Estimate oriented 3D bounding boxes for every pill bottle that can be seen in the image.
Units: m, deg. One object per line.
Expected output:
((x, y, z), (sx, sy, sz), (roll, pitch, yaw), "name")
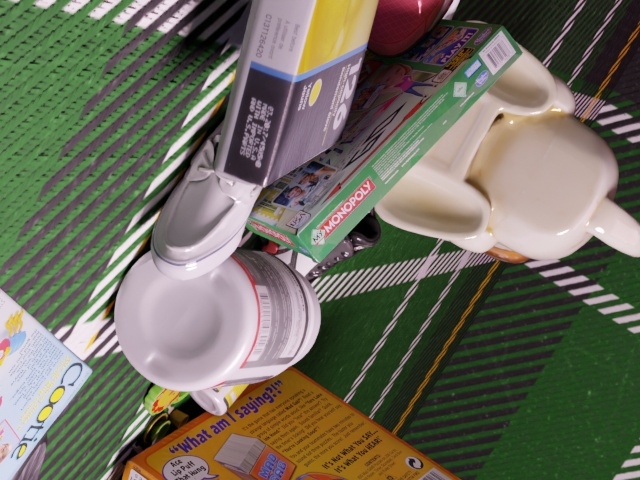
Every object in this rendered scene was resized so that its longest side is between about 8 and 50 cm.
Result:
((-0.121, 0.173, 1.955), (0.116, 0.065, 0.065), (-48, 162, -26), "pill bottle")
((-0.106, 0.085, 1.655), (0.161, 0.161, 0.283), (-59, 164, 6), "pill bottle")

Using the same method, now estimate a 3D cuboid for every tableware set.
((-0.230, 0.288, 1.932), (0.154, 0.024, 0.104), (-53, 164, -13), "tableware set")

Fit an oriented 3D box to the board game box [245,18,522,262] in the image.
((0.047, -0.120, 1.586), (0.317, 0.213, 0.046), (-46, 118, -12), "board game box")

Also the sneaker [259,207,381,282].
((0.000, 0.000, 1.853), (0.097, 0.135, 0.276), (-37, 156, -55), "sneaker")

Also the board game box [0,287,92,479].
((-0.303, 0.084, 1.103), (0.144, 0.142, 0.275), (-54, 164, -12), "board game box")

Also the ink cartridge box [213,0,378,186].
((0.012, -0.228, 1.406), (0.307, 0.072, 0.303), (-37, 144, -63), "ink cartridge box")

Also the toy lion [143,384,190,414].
((-0.185, 0.185, 1.860), (0.096, 0.034, 0.100), (-48, 164, -6), "toy lion")

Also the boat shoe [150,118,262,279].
((-0.099, -0.076, 1.520), (0.258, 0.095, 0.084), (-60, 164, -29), "boat shoe")

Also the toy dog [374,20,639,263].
((0.279, -0.104, 2.035), (0.408, 0.395, 0.284), (20, 89, -82), "toy dog")

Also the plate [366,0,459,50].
((0.118, -0.298, 1.787), (0.277, 0.045, 0.278), (-38, 156, -50), "plate")

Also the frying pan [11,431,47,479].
((-0.329, 0.253, 1.401), (0.326, 0.053, 0.197), (-8, 121, -89), "frying pan")

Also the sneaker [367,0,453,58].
((0.096, -0.339, 1.525), (0.136, 0.116, 0.314), (-25, 141, -61), "sneaker")

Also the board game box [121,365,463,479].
((-0.057, 0.454, 1.992), (0.356, 0.356, 0.356), (-27, 143, -51), "board game box")
